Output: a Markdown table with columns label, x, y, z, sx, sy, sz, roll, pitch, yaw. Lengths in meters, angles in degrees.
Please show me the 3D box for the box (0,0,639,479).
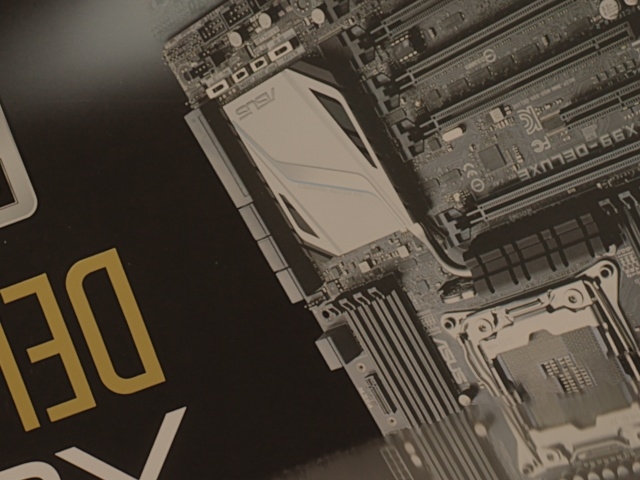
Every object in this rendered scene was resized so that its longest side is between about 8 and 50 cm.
| label | x | y | z | sx | sy | sz | roll | pitch | yaw |
| --- | --- | --- | --- | --- | --- | --- | --- | --- | --- |
| box | 0.000 | 0.000 | 0.396 | 0.308 | 0.076 | 0.242 | -20 | 94 | 3 |
